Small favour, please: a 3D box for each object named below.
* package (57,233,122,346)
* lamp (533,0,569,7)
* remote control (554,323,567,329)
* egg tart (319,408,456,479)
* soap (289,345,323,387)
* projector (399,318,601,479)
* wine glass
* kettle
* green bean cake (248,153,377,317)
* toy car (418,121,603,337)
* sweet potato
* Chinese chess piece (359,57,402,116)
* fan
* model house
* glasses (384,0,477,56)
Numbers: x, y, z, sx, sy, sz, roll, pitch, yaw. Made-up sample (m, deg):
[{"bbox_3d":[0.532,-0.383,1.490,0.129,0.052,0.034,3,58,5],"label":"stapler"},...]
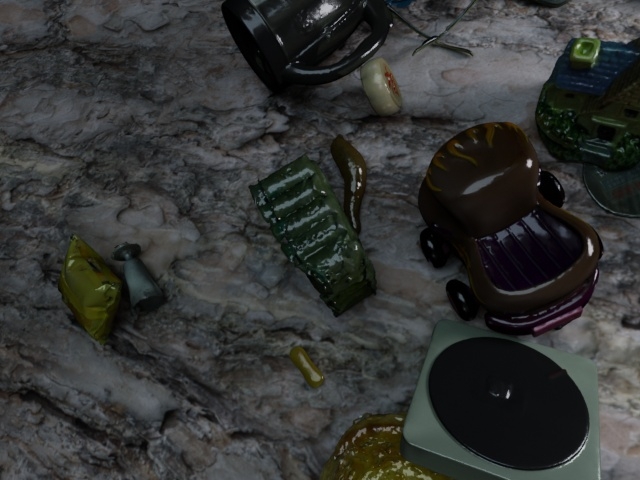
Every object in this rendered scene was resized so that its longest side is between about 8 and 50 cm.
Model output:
[{"bbox_3d":[-0.500,0.106,1.040,0.226,0.090,0.168,41,118,31],"label":"package"},{"bbox_3d":[0.475,-0.679,1.048,0.266,0.047,0.269,31,107,22],"label":"lamp"},{"bbox_3d":[0.397,0.110,0.844,0.039,0.014,0.096,-34,66,1],"label":"remote control"},{"bbox_3d":[0.122,0.413,0.759,0.290,0.107,0.291,-4,68,10],"label":"egg tart"},{"bbox_3d":[-0.027,0.240,0.915,0.034,0.012,0.089,-41,65,-2],"label":"soap"},{"bbox_3d":[0.277,0.258,0.736,0.258,0.079,0.257,13,40,20],"label":"projector"},{"bbox_3d":[-0.399,0.080,1.052,0.072,0.072,0.155,-35,65,1],"label":"wine glass"},{"bbox_3d":[-0.006,-0.491,1.077,0.324,0.228,0.321,-37,67,-5],"label":"kettle"},{"bbox_3d":[0.000,0.000,0.873,0.132,0.241,0.255,-31,64,-2],"label":"green bean cake"},{"bbox_3d":[0.304,-0.028,0.796,0.271,0.240,0.341,-28,60,6],"label":"toy car"},{"bbox_3d":[0.066,-0.130,1.008,0.069,0.059,0.250,-22,68,29],"label":"sweet potato"},{"bbox_3d":[0.131,-0.327,1.026,0.051,0.122,0.122,-18,65,26],"label":"Chinese chess piece"},{"bbox_3d":[0.569,-0.159,0.901,0.294,0.012,0.223,38,86,25],"label":"fan"},{"bbox_3d":[0.498,-0.263,0.853,0.213,0.189,0.195,24,77,23],"label":"model house"},{"bbox_3d":[0.270,-0.505,1.065,0.238,0.102,0.207,-11,67,11],"label":"glasses"}]
